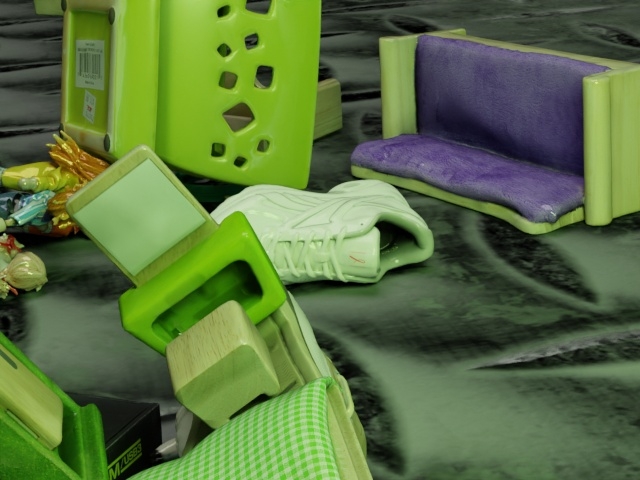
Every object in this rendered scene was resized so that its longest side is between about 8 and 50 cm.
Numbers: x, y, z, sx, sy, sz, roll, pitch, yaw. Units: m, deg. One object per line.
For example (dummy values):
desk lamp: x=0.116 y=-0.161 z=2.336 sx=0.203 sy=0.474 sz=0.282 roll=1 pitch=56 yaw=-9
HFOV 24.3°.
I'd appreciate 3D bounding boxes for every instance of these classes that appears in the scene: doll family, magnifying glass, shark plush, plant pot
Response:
doll family: x=-0.285 y=-0.034 z=1.428 sx=0.163 sy=0.118 sz=0.263 roll=1 pitch=18 yaw=14
magnifying glass: x=-0.142 y=-0.082 z=1.713 sx=0.092 sy=0.026 sz=0.231 roll=-11 pitch=21 yaw=-21
shark plush: x=-0.052 y=0.132 z=1.019 sx=0.067 sy=0.073 sz=0.161 roll=28 pitch=9 yaw=25
plant pot: x=-0.145 y=-0.174 z=1.532 sx=0.207 sy=0.227 sz=0.228 roll=-2 pitch=11 yaw=-29

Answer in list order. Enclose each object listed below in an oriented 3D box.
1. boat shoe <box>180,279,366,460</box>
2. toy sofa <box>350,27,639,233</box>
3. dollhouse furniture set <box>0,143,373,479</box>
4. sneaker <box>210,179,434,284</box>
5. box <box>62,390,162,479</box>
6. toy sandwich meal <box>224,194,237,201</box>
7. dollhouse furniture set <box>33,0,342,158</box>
boat shoe: x=-0.019 y=0.123 z=0.875 sx=0.113 sy=0.103 sz=0.302 roll=-33 pitch=30 yaw=15
toy sofa: x=0.188 y=-0.127 z=1.575 sx=0.177 sy=0.150 sz=0.362 roll=-13 pitch=20 yaw=-31
dollhouse furniture set: x=-0.106 y=0.090 z=0.756 sx=0.197 sy=0.151 sz=0.301 roll=-36 pitch=30 yaw=7
sneaker: x=0.000 y=0.000 z=1.320 sx=0.232 sy=0.090 sz=0.115 roll=-14 pitch=24 yaw=-26
box: x=-0.228 y=0.148 z=0.968 sx=0.190 sy=0.045 sz=0.184 roll=5 pitch=22 yaw=23
toy sandwich meal: x=-0.061 y=-0.036 z=1.534 sx=0.085 sy=0.029 sz=0.085 roll=-3 pitch=18 yaw=1
dollhouse furniture set: x=-0.136 y=-0.316 z=1.830 sx=0.256 sy=0.394 sz=0.362 roll=8 pitch=21 yaw=33
